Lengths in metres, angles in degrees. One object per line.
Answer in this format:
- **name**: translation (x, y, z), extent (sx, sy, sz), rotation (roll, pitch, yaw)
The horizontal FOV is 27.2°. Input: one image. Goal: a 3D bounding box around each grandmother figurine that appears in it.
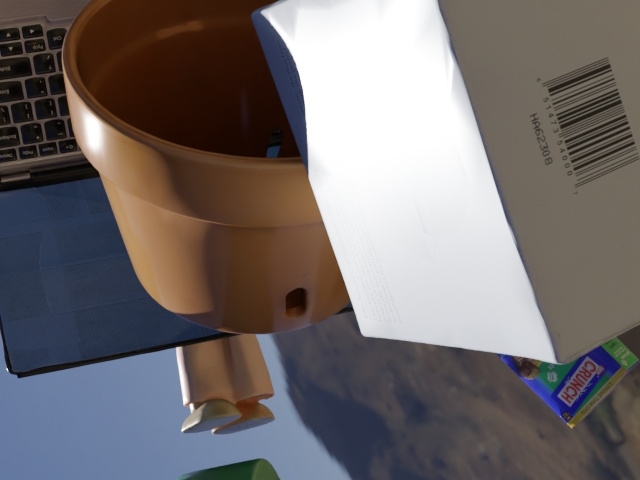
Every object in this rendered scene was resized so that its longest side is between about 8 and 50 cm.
- **grandmother figurine**: translation (-0.131, 0.047, 1.525), extent (0.208, 0.104, 0.342), rotation (28, -133, -66)

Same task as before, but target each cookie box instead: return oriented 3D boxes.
- **cookie box**: translation (0.239, 0.112, 1.286), extent (0.107, 0.092, 0.040), rotation (45, -145, 15)

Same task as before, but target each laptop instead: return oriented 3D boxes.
- **laptop**: translation (-0.147, -0.127, 1.269), extent (0.236, 0.381, 0.408), rotation (-151, 52, -72)

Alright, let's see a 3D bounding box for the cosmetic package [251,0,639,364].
- **cosmetic package**: translation (0.092, -0.063, 0.769), extent (0.224, 0.138, 0.224), rotation (0, 111, 64)

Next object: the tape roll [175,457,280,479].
- **tape roll**: translation (-0.054, 0.350, 1.119), extent (0.321, 0.077, 0.321), rotation (-13, -90, -86)

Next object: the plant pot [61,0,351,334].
- **plant pot**: translation (-0.048, -0.065, 1.039), extent (0.291, 0.290, 0.203), rotation (-117, 24, -46)
